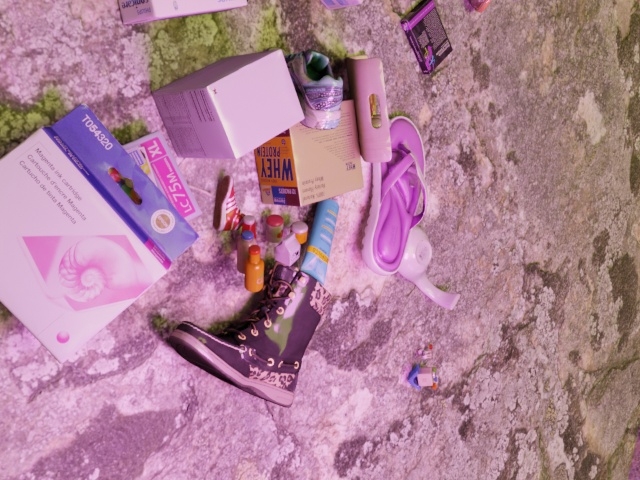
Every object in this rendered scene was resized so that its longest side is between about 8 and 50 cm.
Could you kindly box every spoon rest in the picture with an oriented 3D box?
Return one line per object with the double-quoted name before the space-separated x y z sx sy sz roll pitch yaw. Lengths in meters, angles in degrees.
"spoon rest" 0.272 0.075 2.054 0.137 0.084 0.276 -54 124 -27

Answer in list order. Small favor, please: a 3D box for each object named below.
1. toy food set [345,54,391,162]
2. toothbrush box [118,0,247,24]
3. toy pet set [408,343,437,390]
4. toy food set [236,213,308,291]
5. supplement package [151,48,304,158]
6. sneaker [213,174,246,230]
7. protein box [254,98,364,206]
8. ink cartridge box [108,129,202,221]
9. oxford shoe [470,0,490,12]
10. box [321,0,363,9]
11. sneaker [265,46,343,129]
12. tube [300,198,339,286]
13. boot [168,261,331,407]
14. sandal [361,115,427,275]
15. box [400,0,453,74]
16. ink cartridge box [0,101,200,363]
"toy food set" 0.121 -0.309 1.756 0.092 0.306 0.220 -8 104 -1
"toothbrush box" -0.279 -0.571 1.444 0.216 0.126 0.296 -23 110 -39
"toy pet set" 0.280 0.365 2.128 0.114 0.065 0.122 -62 144 -64
"toy food set" -0.111 -0.003 1.648 0.232 0.111 0.105 -43 149 -44
"supplement package" -0.181 -0.266 1.520 0.194 0.203 0.149 -36 118 -32
"sneaker" -0.187 -0.078 1.647 0.067 0.042 0.119 6 99 -38
"protein box" -0.029 -0.197 1.710 0.199 0.135 0.201 -20 108 -39
"ink cartridge box" -0.390 -0.063 1.428 0.311 0.065 0.186 -31 99 -33
"oxford shoe" 0.437 -0.808 2.088 0.132 0.130 0.364 8 98 -10
"box" 0.016 -0.624 1.711 0.203 0.114 0.103 39 70 -37
"sneaker" -0.028 -0.347 1.600 0.110 0.283 0.122 -8 131 -33
"tube" 0.000 0.000 1.772 0.080 0.052 0.207 34 52 -30
"boot" -0.134 0.177 1.662 0.377 0.138 0.284 39 71 -42
"sandal" 0.209 -0.113 1.925 0.169 0.102 0.417 19 74 -36
"box" 0.279 -0.533 2.016 0.116 0.029 0.162 -47 122 -27
"ink cartridge box" -0.425 -0.019 1.318 0.330 0.071 0.324 -43 102 -14
